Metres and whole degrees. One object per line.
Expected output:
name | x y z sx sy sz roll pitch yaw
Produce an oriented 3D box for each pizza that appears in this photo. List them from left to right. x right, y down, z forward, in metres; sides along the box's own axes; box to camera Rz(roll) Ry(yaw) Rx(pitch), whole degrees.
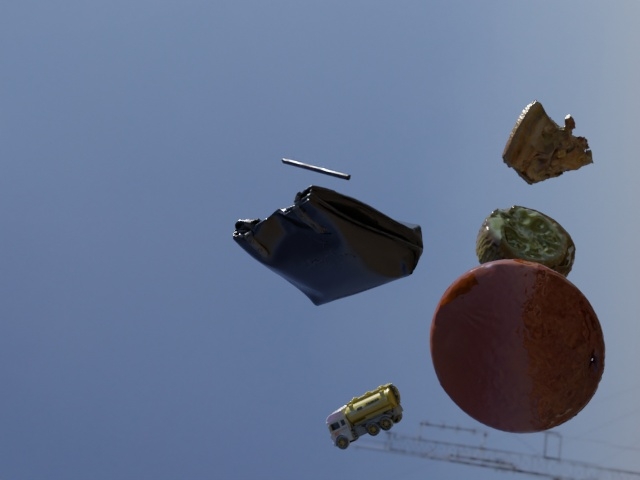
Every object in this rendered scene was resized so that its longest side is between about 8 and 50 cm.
pizza | 0.554 -0.212 2.097 0.297 0.071 0.189 22 -76 -43

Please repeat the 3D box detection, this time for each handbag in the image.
handbag | 0.000 0.000 1.798 0.288 0.342 0.152 30 -128 -35

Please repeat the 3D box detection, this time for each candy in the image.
candy | 0.524 0.019 2.240 0.118 0.259 0.260 109 -173 -46

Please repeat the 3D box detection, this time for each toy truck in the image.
toy truck | 0.124 0.480 2.399 0.114 0.226 0.098 64 -157 7

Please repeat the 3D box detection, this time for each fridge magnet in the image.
fridge magnet | 0.400 0.216 1.798 0.155 0.363 0.364 -15 -74 -61

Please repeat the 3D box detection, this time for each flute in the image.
flute | -0.014 -0.155 1.889 0.014 0.269 0.014 -9 -74 -31
